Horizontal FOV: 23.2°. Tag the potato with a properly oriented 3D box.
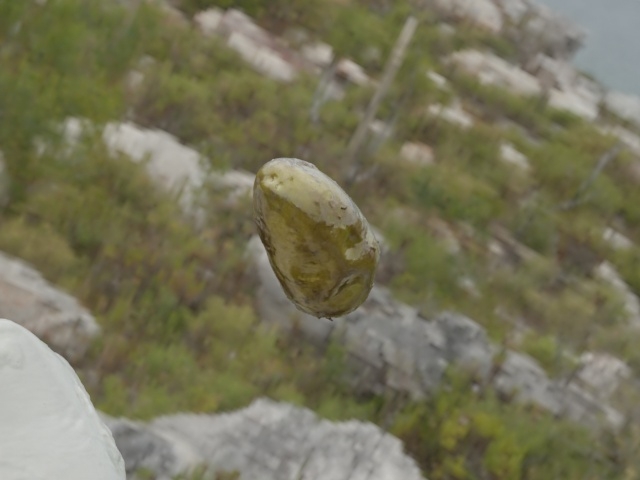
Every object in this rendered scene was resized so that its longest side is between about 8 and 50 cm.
[{"bbox_3d":[0.000,0.000,0.648,0.046,0.092,0.045,-21,47,-2],"label":"potato"}]

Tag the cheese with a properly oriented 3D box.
[{"bbox_3d":[-0.203,0.174,0.993,0.154,0.198,0.189,-23,56,-34],"label":"cheese"}]
